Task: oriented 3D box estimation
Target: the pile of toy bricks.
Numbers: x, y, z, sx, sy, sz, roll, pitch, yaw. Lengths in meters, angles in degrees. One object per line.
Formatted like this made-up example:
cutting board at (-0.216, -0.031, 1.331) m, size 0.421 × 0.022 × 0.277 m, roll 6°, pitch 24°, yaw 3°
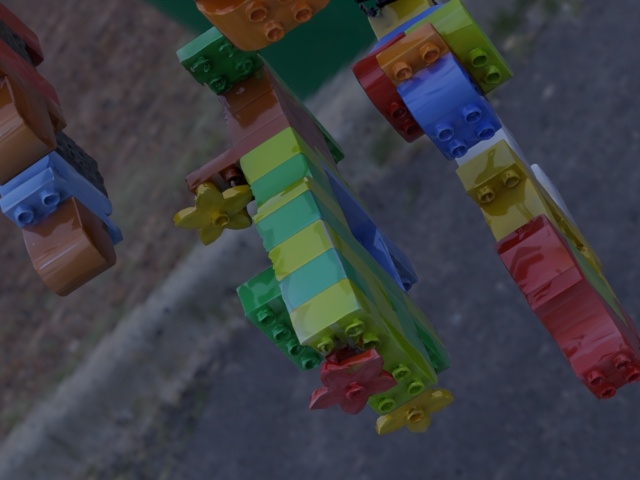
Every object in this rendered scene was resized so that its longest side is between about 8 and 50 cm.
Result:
pile of toy bricks at (0.000, 0.000, 0.465) m, size 0.118 × 0.212 × 0.105 m, roll -33°, pitch 49°, yaw 12°
